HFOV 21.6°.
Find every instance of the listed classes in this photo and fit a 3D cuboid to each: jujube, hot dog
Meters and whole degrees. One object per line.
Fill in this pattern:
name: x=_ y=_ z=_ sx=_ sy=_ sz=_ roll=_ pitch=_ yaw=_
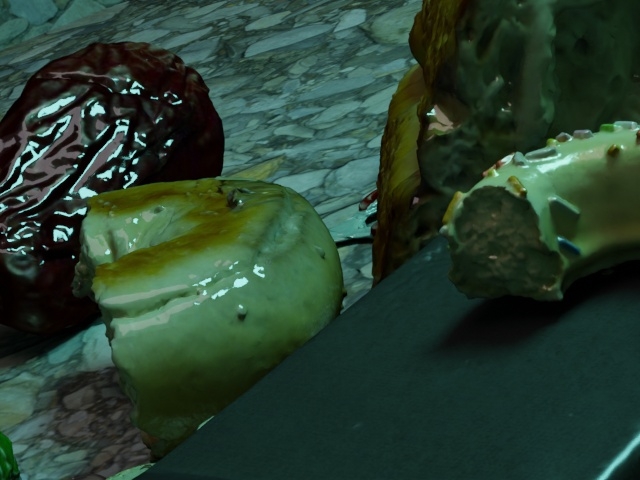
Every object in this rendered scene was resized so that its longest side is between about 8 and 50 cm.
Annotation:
jujube: x=-0.226 y=-0.045 z=1.596 sx=0.216 sy=0.216 sz=0.342 roll=-6 pitch=31 yaw=30
hot dog: x=0.141 y=-0.076 z=1.163 sx=0.196 sy=0.367 sz=0.365 roll=16 pitch=16 yaw=-7

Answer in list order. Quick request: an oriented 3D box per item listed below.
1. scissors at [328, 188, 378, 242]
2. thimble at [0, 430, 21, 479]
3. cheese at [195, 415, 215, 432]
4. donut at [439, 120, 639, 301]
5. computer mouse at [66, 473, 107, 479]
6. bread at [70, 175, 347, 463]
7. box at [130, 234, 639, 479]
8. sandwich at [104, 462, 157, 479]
scissors: x=0.000 y=0.000 z=1.533 sx=0.248 sy=0.017 sz=0.144 roll=-21 pitch=19 yaw=-1
thimble: x=-0.282 y=0.173 z=1.186 sx=0.130 sy=0.118 sz=0.090 roll=19 pitch=29 yaw=16
cheese: x=0.006 y=0.141 z=1.020 sx=0.156 sy=0.064 sz=0.250 roll=30 pitch=19 yaw=10
donut: x=0.146 y=-0.017 z=0.775 sx=0.166 sy=0.065 sz=0.108 roll=-3 pitch=24 yaw=38
computer mouse: x=-0.166 y=0.193 z=1.139 sx=0.066 sy=0.039 sz=0.096 roll=-20 pitch=12 yaw=-5
bread: x=-0.078 y=0.044 z=1.260 sx=0.192 sy=0.171 sz=0.314 roll=-20 pitch=21 yaw=-10
box: x=0.128 y=0.124 z=0.821 sx=0.251 sy=0.204 sz=0.345 roll=2 pitch=28 yaw=45
sandwich: x=-0.165 y=0.231 z=0.971 sx=0.251 sy=0.087 sz=0.226 roll=-23 pitch=18 yaw=-16
